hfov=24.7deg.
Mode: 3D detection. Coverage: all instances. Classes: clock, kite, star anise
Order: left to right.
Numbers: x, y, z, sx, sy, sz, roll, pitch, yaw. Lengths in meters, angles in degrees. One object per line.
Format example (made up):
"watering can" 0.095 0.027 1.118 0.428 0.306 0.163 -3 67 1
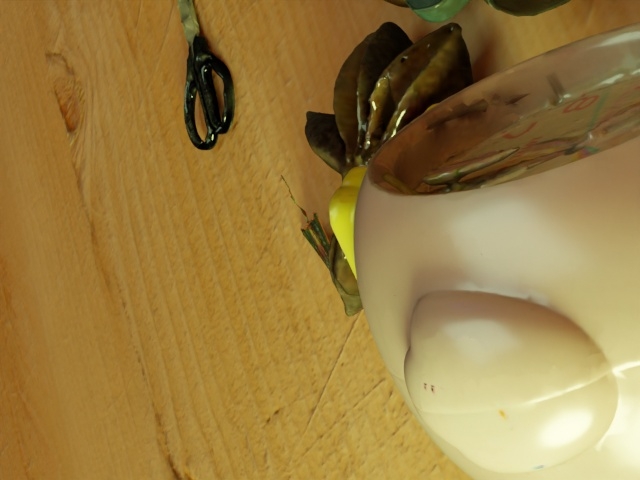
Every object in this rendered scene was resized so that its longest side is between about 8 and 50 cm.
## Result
"kite" 0.000 0.000 1.501 0.159 0.010 0.190 59 173 0
"star anise" 0.071 -0.051 1.336 0.315 0.108 0.315 17 110 59
"clock" 0.227 0.015 0.875 0.377 0.368 0.250 -9 112 43

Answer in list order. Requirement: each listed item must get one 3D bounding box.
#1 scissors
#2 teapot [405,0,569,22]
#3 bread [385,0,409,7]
"scissors" -0.158 -0.254 1.799 0.109 0.022 0.300 -42 56 48
"teapot" 0.123 -0.287 1.164 0.203 0.171 0.225 -41 57 16
"bread" 0.071 -0.273 1.339 0.114 0.077 0.189 61 172 -19
